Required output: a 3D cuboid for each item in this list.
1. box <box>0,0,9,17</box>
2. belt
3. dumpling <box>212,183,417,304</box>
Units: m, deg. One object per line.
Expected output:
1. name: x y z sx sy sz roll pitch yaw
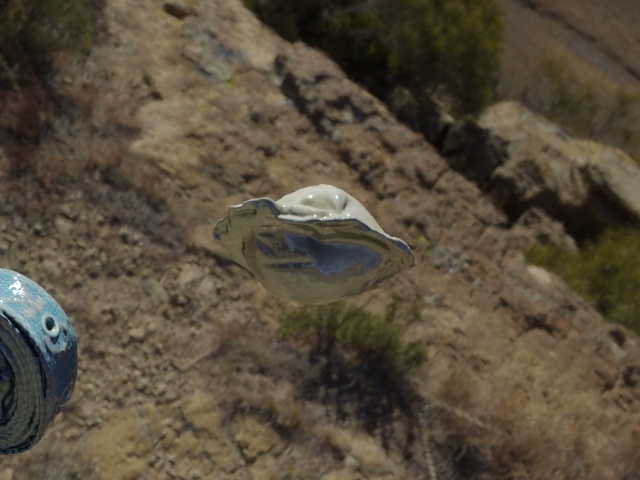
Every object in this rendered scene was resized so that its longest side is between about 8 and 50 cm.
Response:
1. box: -0.476 -0.385 1.431 0.201 0.212 0.042 19 17 -46
2. belt: -0.295 0.114 1.003 0.163 0.148 0.082 60 26 -16
3. dumpling: 0.000 0.000 1.352 0.258 0.193 0.147 14 67 -11
